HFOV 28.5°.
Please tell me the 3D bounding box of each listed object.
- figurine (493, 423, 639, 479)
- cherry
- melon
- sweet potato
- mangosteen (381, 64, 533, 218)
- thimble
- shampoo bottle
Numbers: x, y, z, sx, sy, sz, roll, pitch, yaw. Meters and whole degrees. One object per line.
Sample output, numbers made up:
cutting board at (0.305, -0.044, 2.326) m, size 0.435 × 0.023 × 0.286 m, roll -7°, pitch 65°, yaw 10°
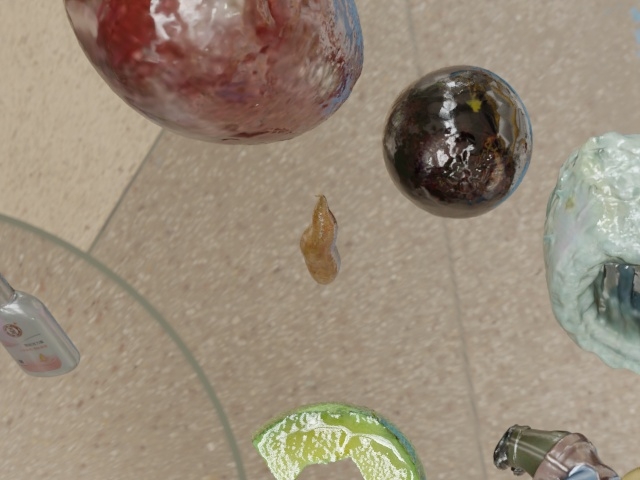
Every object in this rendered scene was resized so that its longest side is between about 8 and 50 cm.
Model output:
figurine at (0.215, 0.197, 0.925) m, size 0.114 × 0.196 × 0.108 m, roll 41°, pitch 73°, yaw -52°
cherry at (-0.077, -0.183, 0.963) m, size 0.203 × 0.230 × 0.300 m, roll -48°, pitch 131°, yaw 12°
melon at (0.022, 0.248, 1.483) m, size 0.209 × 0.064 × 0.118 m, roll -2°, pitch 83°, yaw 0°
sweet potato at (0.000, 0.000, 1.682) m, size 0.056 × 0.195 × 0.056 m, roll 0°, pitch 54°, yaw 0°
mangosteen at (0.198, -0.155, 1.868) m, size 0.228 × 0.265 × 0.228 m, roll -1°, pitch 117°, yaw -3°
thimble at (0.319, 0.019, 1.208) m, size 0.250 × 0.205 × 0.172 m, roll 42°, pitch 35°, yaw -33°
shampoo bottle at (-0.340, 0.092, 1.429) m, size 0.040 × 0.080 × 0.165 m, roll -75°, pitch 150°, yaw -42°
